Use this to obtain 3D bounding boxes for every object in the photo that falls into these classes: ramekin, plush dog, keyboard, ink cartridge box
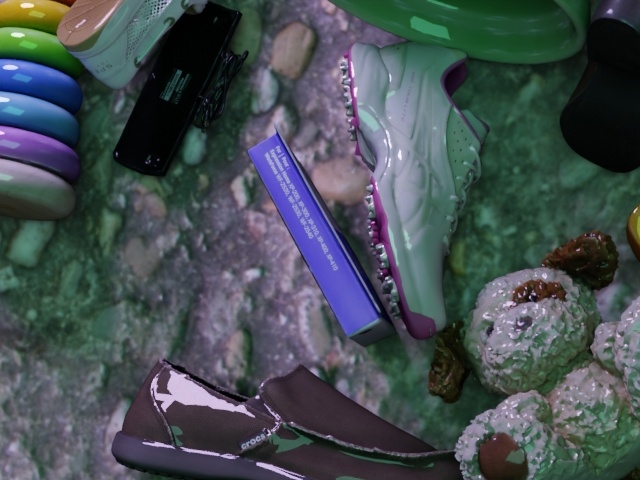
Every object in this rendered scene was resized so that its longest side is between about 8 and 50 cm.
[{"bbox_3d":[0.127,-0.296,1.842,0.303,0.303,0.148,17,79,10],"label":"ramekin"},{"bbox_3d":[0.230,0.121,1.850,0.262,0.210,0.225,-36,60,6],"label":"plush dog"},{"bbox_3d":[-0.133,-0.150,1.997,0.100,0.038,0.192,25,88,33],"label":"keyboard"},{"bbox_3d":[0.000,0.000,1.864,0.045,0.208,0.206,-29,80,1],"label":"ink cartridge box"}]

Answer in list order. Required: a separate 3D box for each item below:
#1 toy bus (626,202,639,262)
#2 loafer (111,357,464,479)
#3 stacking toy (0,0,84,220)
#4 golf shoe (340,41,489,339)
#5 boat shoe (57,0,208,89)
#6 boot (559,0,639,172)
[{"bbox_3d":[0.429,0.078,1.846,0.130,0.108,0.332,-44,79,0],"label":"toy bus"},{"bbox_3d":[-0.020,0.184,1.882,0.366,0.134,0.130,8,85,9],"label":"loafer"},{"bbox_3d":[-0.287,-0.193,1.980,0.141,0.141,0.330,9,78,9],"label":"stacking toy"},{"bbox_3d":[0.105,-0.058,1.899,0.140,0.115,0.306,-9,76,-2],"label":"golf shoe"},{"bbox_3d":[-0.153,-0.268,1.974,0.098,0.096,0.277,15,60,48],"label":"boat shoe"},{"bbox_3d":[0.331,-0.229,1.878,0.096,0.264,0.280,22,59,23],"label":"boot"}]
